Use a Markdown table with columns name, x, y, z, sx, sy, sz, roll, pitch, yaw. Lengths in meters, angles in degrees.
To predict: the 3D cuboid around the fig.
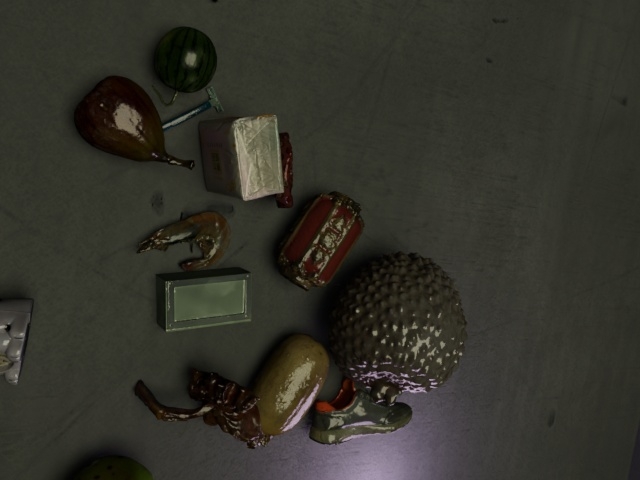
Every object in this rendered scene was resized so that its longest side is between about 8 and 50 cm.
| name | x | y | z | sx | sy | sz | roll | pitch | yaw |
| --- | --- | --- | --- | --- | --- | --- | --- | --- | --- |
| fig | -0.403 | -0.239 | 1.414 | 0.274 | 0.145 | 0.170 | 36 | 80 | -15 |

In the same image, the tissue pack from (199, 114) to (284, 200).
| name | x | y | z | sx | sy | sz | roll | pitch | yaw |
| --- | --- | --- | --- | --- | --- | --- | --- | --- | --- |
| tissue pack | -0.193 | -0.203 | 1.505 | 0.124 | 0.225 | 0.184 | -15 | 106 | -28 |

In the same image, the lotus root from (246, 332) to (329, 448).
| name | x | y | z | sx | sy | sz | roll | pitch | yaw |
| --- | --- | --- | --- | --- | --- | --- | --- | --- | --- |
| lotus root | -0.100 | 0.414 | 1.710 | 0.169 | 0.151 | 0.342 | 38 | 76 | -29 |

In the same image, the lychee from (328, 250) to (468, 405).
| name | x | y | z | sx | sy | sz | roll | pitch | yaw |
| --- | --- | --- | --- | --- | --- | --- | --- | --- | --- |
| lychee | 0.212 | 0.239 | 1.743 | 0.380 | 0.380 | 0.432 | 32 | 62 | -31 |

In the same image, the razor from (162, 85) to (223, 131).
| name | x | y | z | sx | sy | sz | roll | pitch | yaw |
| --- | --- | --- | --- | --- | --- | --- | --- | --- | --- |
| razor | -0.324 | -0.301 | 1.520 | 0.191 | 0.037 | 0.068 | -33 | 115 | -21 |

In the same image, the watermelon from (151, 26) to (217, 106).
| name | x | y | z | sx | sy | sz | roll | pitch | yaw |
| --- | --- | --- | --- | --- | --- | --- | --- | --- | --- |
| watermelon | -0.318 | -0.396 | 1.453 | 0.141 | 0.141 | 0.187 | 16 | 101 | -31 |

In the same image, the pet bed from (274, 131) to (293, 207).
| name | x | y | z | sx | sy | sz | roll | pitch | yaw |
| --- | --- | --- | --- | --- | --- | --- | --- | --- | --- |
| pet bed | -0.096 | -0.175 | 1.595 | 0.054 | 0.201 | 0.201 | -1 | 101 | 1 |

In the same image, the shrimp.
| name | x | y | z | sx | sy | sz | roll | pitch | yaw |
| --- | --- | --- | --- | --- | --- | --- | --- | --- | --- |
| shrimp | -0.332 | 0.013 | 1.564 | 0.251 | 0.052 | 0.143 | -16 | 109 | -28 |

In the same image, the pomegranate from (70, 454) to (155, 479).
| name | x | y | z | sx | sy | sz | roll | pitch | yaw |
| --- | --- | --- | --- | --- | --- | --- | --- | --- | --- |
| pomegranate | -0.490 | 0.658 | 1.499 | 0.231 | 0.231 | 0.285 | -27 | 122 | -24 |

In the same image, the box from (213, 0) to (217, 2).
| name | x | y | z | sx | sy | sz | roll | pitch | yaw |
| --- | --- | --- | --- | --- | --- | --- | --- | --- | --- |
| box | -0.274 | -0.669 | 1.486 | 0.177 | 0.036 | 0.115 | 43 | 77 | -29 |

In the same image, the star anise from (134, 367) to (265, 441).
| name | x | y | z | sx | sy | sz | roll | pitch | yaw |
| --- | --- | --- | --- | --- | --- | --- | --- | --- | --- |
| star anise | -0.292 | 0.406 | 1.592 | 0.347 | 0.237 | 0.148 | 17 | 62 | -11 |

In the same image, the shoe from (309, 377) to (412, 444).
| name | x | y | z | sx | sy | sz | roll | pitch | yaw |
| --- | --- | --- | --- | --- | --- | --- | --- | --- | --- |
| shoe | 0.118 | 0.487 | 1.877 | 0.337 | 0.132 | 0.171 | -5 | 92 | -27 |

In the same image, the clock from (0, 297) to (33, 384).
| name | x | y | z | sx | sy | sz | roll | pitch | yaw |
| --- | --- | --- | --- | --- | --- | --- | --- | --- | --- |
| clock | -0.738 | 0.194 | 1.301 | 0.254 | 0.189 | 0.188 | 8 | 95 | -25 |

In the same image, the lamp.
| name | x | y | z | sx | sy | sz | roll | pitch | yaw |
| --- | --- | --- | --- | --- | --- | --- | --- | --- | --- |
| lamp | 0.000 | 0.000 | 1.686 | 0.177 | 0.177 | 0.274 | 40 | 80 | -29 |

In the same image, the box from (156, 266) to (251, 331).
| name | x | y | z | sx | sy | sz | roll | pitch | yaw |
| --- | --- | --- | --- | --- | --- | --- | --- | --- | --- |
| box | -0.291 | 0.146 | 1.591 | 0.225 | 0.086 | 0.129 | -4 | 101 | -30 |
